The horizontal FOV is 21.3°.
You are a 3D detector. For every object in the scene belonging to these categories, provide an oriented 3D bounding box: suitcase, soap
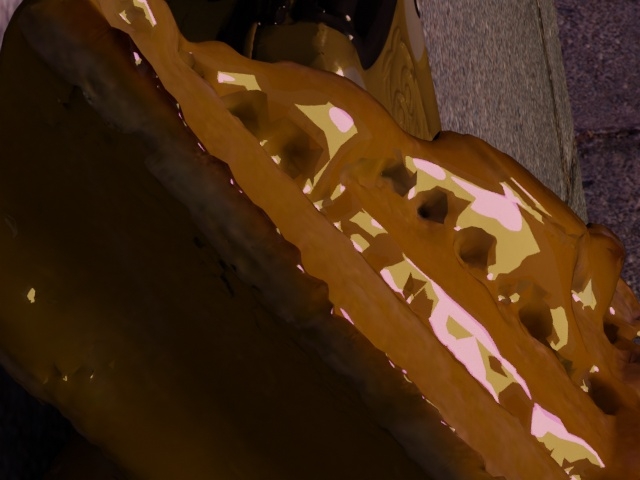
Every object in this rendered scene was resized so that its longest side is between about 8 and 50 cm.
[{"bbox_3d":[-0.018,-0.048,0.930,0.194,0.143,0.234,-72,153,-54],"label":"suitcase"},{"bbox_3d":[0.000,0.000,0.755,0.338,0.169,0.304,48,22,-13],"label":"soap"}]

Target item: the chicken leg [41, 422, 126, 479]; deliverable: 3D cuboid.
[{"bbox_3d":[-0.072,0.100,0.798,0.101,0.085,0.207,45,23,-15],"label":"chicken leg"}]
